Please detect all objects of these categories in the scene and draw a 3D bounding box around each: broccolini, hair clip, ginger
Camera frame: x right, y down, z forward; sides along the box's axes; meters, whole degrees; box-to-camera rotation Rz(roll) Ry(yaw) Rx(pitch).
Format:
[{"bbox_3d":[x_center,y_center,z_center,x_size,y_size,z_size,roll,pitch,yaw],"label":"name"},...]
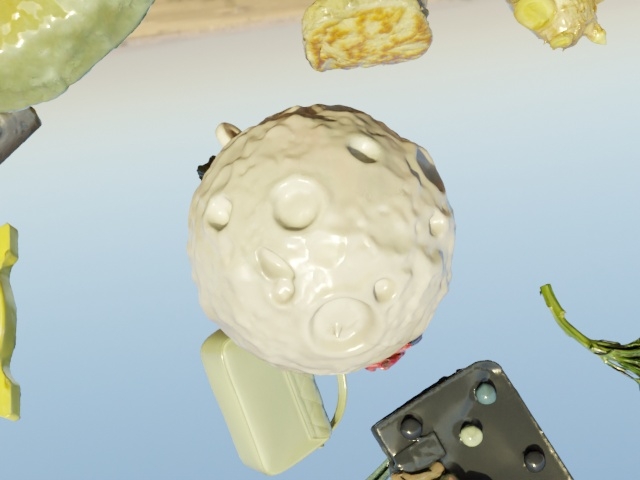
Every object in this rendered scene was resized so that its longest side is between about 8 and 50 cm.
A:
[{"bbox_3d":[0.513,0.150,1.655,0.123,0.271,0.062,-46,168,-20],"label":"broccolini"},{"bbox_3d":[0.071,0.488,1.803,0.048,0.083,0.275,28,-130,35],"label":"hair clip"},{"bbox_3d":[0.340,-0.360,1.373,0.157,0.216,0.102,-50,-173,-38],"label":"ginger"}]

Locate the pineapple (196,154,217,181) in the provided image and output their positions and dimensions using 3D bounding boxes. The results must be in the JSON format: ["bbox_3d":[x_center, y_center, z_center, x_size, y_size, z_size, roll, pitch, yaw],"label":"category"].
[{"bbox_3d":[-0.117,-0.150,1.797,0.310,0.141,0.170,-10,-170,45],"label":"pineapple"}]

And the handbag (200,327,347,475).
[{"bbox_3d":[-0.055,0.214,1.440,0.219,0.256,0.079,-27,-164,-33],"label":"handbag"}]

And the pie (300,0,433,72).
[{"bbox_3d":[0.062,-0.292,1.271,0.179,0.084,0.205,-11,162,7],"label":"pie"}]

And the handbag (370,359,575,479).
[{"bbox_3d":[0.239,0.377,1.440,0.269,0.326,0.118,-32,171,-12],"label":"handbag"}]

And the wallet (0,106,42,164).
[{"bbox_3d":[-0.527,-0.100,1.192,0.321,0.170,0.044,-46,-167,-5],"label":"wallet"}]

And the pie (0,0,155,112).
[{"bbox_3d":[-0.212,-0.225,0.551,0.306,0.306,0.071,-6,-170,6],"label":"pie"}]

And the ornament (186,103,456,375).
[{"bbox_3d":[0.001,0.008,1.144,0.337,0.337,0.337,-7,-167,2],"label":"ornament"}]

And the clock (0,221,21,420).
[{"bbox_3d":[-0.482,0.103,1.052,0.293,0.277,0.071,-15,160,4],"label":"clock"}]

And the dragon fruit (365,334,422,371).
[{"bbox_3d":[0.119,0.169,1.914,0.218,0.198,0.273,3,170,1],"label":"dragon fruit"}]
